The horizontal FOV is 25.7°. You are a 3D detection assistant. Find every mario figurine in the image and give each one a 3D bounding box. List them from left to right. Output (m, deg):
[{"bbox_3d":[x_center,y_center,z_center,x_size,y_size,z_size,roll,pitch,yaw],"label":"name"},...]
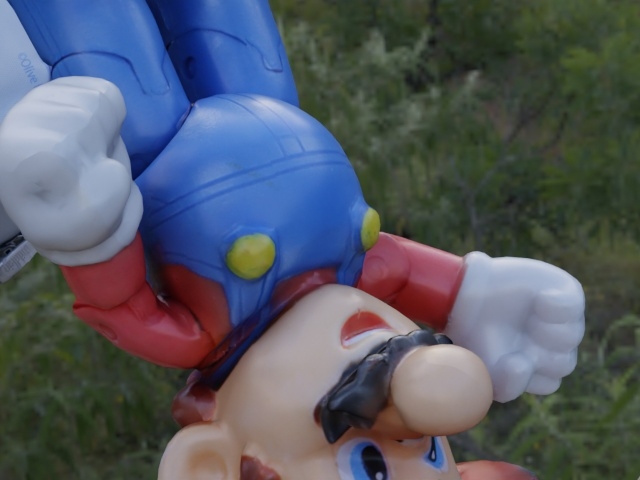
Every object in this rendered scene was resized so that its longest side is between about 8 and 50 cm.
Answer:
[{"bbox_3d":[0.000,0.000,0.520,0.198,0.320,0.170,-21,-6,-7],"label":"mario figurine"}]

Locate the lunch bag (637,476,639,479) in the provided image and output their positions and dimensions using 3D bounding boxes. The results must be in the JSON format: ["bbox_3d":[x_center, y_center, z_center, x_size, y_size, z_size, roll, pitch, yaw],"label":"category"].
[{"bbox_3d":[0.320,0.258,0.887,0.212,0.256,0.305,0,28,-35],"label":"lunch bag"}]

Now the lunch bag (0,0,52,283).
[{"bbox_3d":[-0.242,-0.103,0.714,0.243,0.303,0.115,-30,-21,-2],"label":"lunch bag"}]
